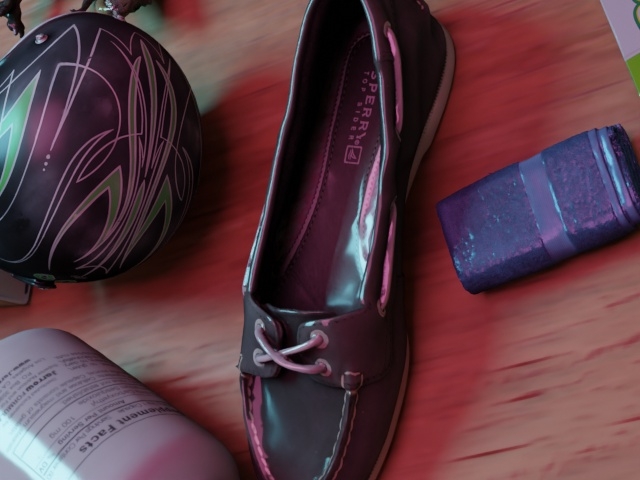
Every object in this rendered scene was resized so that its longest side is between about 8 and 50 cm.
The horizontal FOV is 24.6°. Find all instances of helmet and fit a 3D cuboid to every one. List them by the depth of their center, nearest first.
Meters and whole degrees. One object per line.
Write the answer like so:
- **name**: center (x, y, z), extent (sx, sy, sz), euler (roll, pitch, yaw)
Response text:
- **helmet**: center (-0.156, -0.059, 0.968), extent (0.161, 0.169, 0.169), euler (-25, 62, 42)

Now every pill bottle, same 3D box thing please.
- **pill bottle**: center (-0.123, 0.158, 0.897), extent (0.229, 0.131, 0.131), euler (30, 93, 36)

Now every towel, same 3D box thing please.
- **towel**: center (0.129, -0.017, 0.851), extent (0.119, 0.029, 0.067), euler (-24, 64, 24)

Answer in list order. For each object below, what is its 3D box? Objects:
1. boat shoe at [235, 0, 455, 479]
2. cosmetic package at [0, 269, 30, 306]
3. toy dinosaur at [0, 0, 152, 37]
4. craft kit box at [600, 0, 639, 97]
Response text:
- **boat shoe**: center (0.000, 0.000, 0.888), extent (0.112, 0.095, 0.335), euler (5, 78, 34)
- **cosmetic package**: center (-0.364, -0.020, 1.110), extent (0.296, 0.129, 0.153), euler (-5, 75, 31)
- **toy dinosaur**: center (-0.208, -0.231, 1.116), extent (0.118, 0.064, 0.268), euler (-31, 57, 6)
- **craft kit box**: center (0.268, -0.181, 0.797), extent (0.246, 0.061, 0.250), euler (-30, 61, 25)
